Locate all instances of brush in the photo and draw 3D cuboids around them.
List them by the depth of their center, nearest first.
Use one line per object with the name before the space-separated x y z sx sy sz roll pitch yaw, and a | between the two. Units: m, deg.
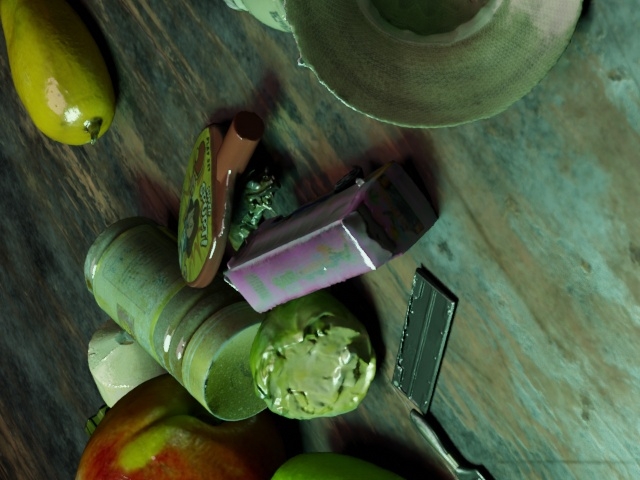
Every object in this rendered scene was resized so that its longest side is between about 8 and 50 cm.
brush | 0.164 0.267 1.441 0.193 0.016 0.063 51 147 22

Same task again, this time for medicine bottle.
medicine bottle | -0.184 0.097 1.731 0.322 0.151 0.151 36 141 40

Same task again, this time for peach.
peach | -0.198 0.344 1.791 0.308 0.308 0.332 49 132 25

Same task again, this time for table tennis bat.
table tennis bat | -0.127 -0.061 1.556 0.310 0.038 0.200 124 146 -57

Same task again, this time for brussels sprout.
brussels sprout | -0.012 0.129 1.512 0.149 0.152 0.122 54 -168 -37

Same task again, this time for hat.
hat | 0.091 -0.226 1.060 0.110 0.252 0.252 -77 -23 -65

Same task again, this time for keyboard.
keyboard | 0.112 0.115 1.411 0.063 0.010 0.198 43 145 29

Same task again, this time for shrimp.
shrimp | -0.066 -0.011 1.568 0.150 0.051 0.217 56 158 7

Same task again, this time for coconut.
coconut | -0.287 0.186 1.979 0.147 0.147 0.152 45 155 30

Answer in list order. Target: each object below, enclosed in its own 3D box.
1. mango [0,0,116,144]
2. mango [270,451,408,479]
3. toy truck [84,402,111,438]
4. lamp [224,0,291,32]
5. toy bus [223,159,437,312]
mango | -0.383 -0.258 1.821 0.316 0.119 0.176 63 155 21
mango | 0.057 0.369 1.545 0.343 0.156 0.192 10 105 51
toy truck | -0.339 0.414 2.266 0.257 0.127 0.127 59 152 17
lamp | -0.005 -0.250 1.230 0.250 0.101 0.101 7 119 43
toy bus | 0.000 0.001 1.378 0.090 0.112 0.274 52 146 -10
